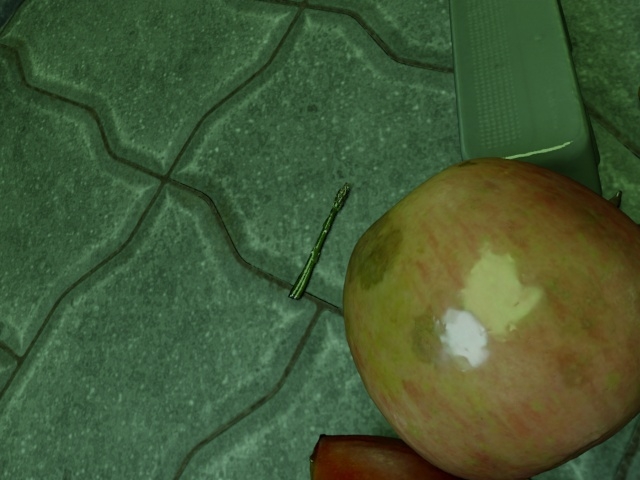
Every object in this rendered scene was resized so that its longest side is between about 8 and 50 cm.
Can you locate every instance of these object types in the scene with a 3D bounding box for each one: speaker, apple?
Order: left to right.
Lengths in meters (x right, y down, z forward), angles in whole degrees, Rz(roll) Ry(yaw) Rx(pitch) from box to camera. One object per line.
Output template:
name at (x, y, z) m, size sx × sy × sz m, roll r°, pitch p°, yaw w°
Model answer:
apple at (0.199, 0.083, 0.650) m, size 0.364 × 0.364 × 0.363 m, roll -10°, pitch 65°, yaw 21°
speaker at (0.295, -0.226, 0.830) m, size 0.184 × 0.184 × 0.405 m, roll -11°, pitch 59°, yaw 24°

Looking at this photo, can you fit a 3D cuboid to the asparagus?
asparagus at (0.000, 0.000, 0.990) m, size 0.232 × 0.022 × 0.023 m, roll -66°, pitch 15°, yaw -9°

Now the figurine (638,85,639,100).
figurine at (0.584, -0.227, 0.712) m, size 0.320 × 0.196 × 0.322 m, roll -32°, pitch 35°, yaw 62°

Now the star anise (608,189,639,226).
star anise at (0.392, -0.009, 0.795) m, size 0.141 × 0.042 × 0.140 m, roll -16°, pitch 53°, yaw 22°

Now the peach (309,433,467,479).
peach at (0.086, 0.384, 0.643) m, size 0.281 × 0.281 × 0.338 m, roll -47°, pitch 62°, yaw 0°
